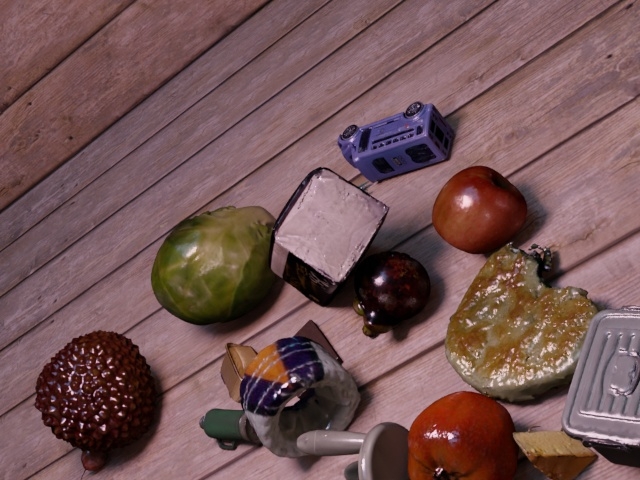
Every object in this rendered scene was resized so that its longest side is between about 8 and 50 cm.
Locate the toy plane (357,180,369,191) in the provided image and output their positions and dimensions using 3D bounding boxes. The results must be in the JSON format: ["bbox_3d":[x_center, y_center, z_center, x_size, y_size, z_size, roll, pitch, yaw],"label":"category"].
[{"bbox_3d":[0.094,-0.123,2.260,0.080,0.033,0.083,-50,27,-3],"label":"toy plane"}]

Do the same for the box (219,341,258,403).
[{"bbox_3d":[-0.171,0.305,2.050,0.111,0.111,0.177,-44,35,4],"label":"box"}]

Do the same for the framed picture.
[{"bbox_3d":[-0.031,0.270,2.003,0.128,0.023,0.168,-45,34,3],"label":"framed picture"}]

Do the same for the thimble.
[{"bbox_3d":[-0.039,0.319,1.802,0.237,0.237,0.150,-46,39,1],"label":"thimble"}]

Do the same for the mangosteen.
[{"bbox_3d":[0.148,0.113,1.864,0.172,0.172,0.184,1,72,47],"label":"mangosteen"}]

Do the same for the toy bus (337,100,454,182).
[{"bbox_3d":[0.177,-0.233,2.201,0.292,0.125,0.133,-15,45,36],"label":"toy bus"}]

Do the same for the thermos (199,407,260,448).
[{"bbox_3d":[-0.201,0.420,2.000,0.187,0.083,0.073,-8,28,44],"label":"thermos"}]

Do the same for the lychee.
[{"bbox_3d":[-0.557,0.378,2.219,0.330,0.306,0.306,40,86,28],"label":"lychee"}]

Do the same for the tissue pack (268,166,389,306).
[{"bbox_3d":[0.000,0.000,1.951,0.210,0.198,0.370,-60,-1,-12],"label":"tissue pack"}]

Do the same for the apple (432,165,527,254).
[{"bbox_3d":[0.330,-0.061,1.827,0.168,0.181,0.181,-60,29,22],"label":"apple"}]

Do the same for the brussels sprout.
[{"bbox_3d":[-0.249,0.057,2.236,0.354,0.281,0.289,-43,-2,-30],"label":"brussels sprout"}]

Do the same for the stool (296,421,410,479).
[{"bbox_3d":[0.072,0.438,1.580,0.198,0.195,0.195,-23,41,37],"label":"stool"}]

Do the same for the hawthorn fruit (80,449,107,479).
[{"bbox_3d":[-0.594,0.570,2.267,0.103,0.067,0.067,-51,34,1],"label":"hawthorn fruit"}]

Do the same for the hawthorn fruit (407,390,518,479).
[{"bbox_3d":[0.255,0.344,1.512,0.196,0.197,0.225,-12,22,40],"label":"hawthorn fruit"}]

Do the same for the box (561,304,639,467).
[{"bbox_3d":[0.495,0.238,1.376,0.163,0.135,0.243,-3,52,44],"label":"box"}]

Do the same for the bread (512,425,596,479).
[{"bbox_3d":[0.374,0.332,1.437,0.080,0.109,0.084,-47,30,6],"label":"bread"}]

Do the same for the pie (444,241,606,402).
[{"bbox_3d":[0.369,0.158,1.644,0.296,0.078,0.371,-42,33,5],"label":"pie"}]
